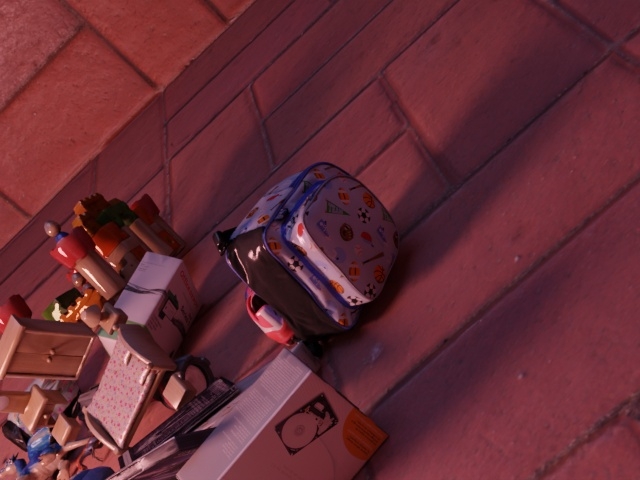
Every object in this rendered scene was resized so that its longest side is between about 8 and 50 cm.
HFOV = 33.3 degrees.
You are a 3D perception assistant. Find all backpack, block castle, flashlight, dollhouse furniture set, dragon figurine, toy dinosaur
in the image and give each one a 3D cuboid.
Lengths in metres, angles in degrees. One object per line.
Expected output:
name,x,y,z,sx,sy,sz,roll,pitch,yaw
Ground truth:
backpack,0.000,0.000,1.767,0.213,0.276,0.263,-22,27,34
block castle,-0.507,0.059,2.342,0.303,0.213,0.453,-44,0,17
flashlight,-0.331,0.296,2.003,0.304,0.103,0.103,-23,8,33
dollhouse furniture set,-0.433,0.290,1.917,0.355,0.174,0.303,38,108,40
dragon figurine,-0.556,0.440,2.190,0.289,0.085,0.144,-43,25,13
toy dinosaur,-0.447,0.409,2.090,0.082,0.047,0.090,-32,39,-24
backpack,-0.609,0.370,2.345,0.182,0.115,0.152,-54,23,-20

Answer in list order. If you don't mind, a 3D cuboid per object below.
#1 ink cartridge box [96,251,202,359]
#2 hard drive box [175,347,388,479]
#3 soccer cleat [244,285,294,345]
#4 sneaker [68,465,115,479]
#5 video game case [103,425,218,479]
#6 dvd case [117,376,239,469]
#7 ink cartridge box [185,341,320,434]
ink cartridge box,-0.338,0.156,2.155,0.093,0.160,0.219,12,55,22
hard drive box,-0.050,0.296,1.474,0.232,0.181,0.089,-50,32,-4
soccer cleat,-0.100,0.109,1.939,0.083,0.095,0.248,-46,25,2
sneaker,-0.352,0.477,1.796,0.147,0.129,0.330,-24,21,-1
video game case,-0.239,0.339,1.570,0.274,0.196,0.026,-35,72,27
dvd case,-0.233,0.300,1.736,0.221,0.018,0.164,-37,6,-12
ink cartridge box,-0.149,0.290,1.696,0.275,0.060,0.239,-34,7,26
